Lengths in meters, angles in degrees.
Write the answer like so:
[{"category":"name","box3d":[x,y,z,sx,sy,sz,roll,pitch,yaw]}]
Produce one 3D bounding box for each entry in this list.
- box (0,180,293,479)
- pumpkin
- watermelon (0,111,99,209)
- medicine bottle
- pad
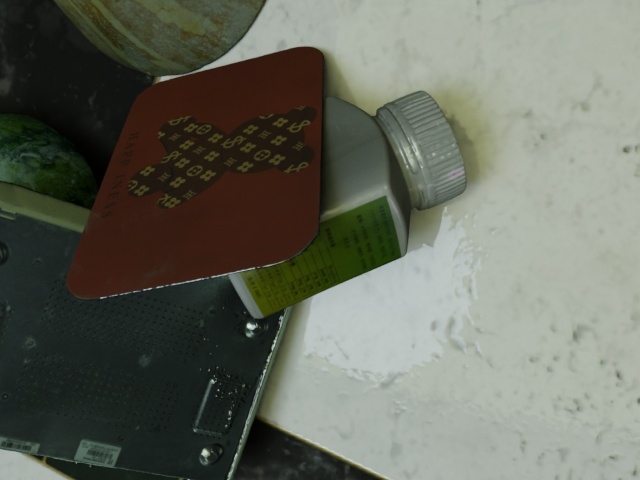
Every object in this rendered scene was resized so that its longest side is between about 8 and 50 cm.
[{"category":"box","box3d":[-0.166,0.087,0.553,0.270,0.045,0.210,21,88,-27]},{"category":"pumpkin","box3d":[-0.158,-0.258,0.601,0.217,0.110,0.217,2,95,23]},{"category":"watermelon","box3d":[-0.300,-0.001,0.614,0.305,0.180,0.224,36,61,26]},{"category":"medicine bottle","box3d":[0.008,-0.039,0.537,0.189,0.088,0.132,-23,47,-2]},{"category":"pad","box3d":[-0.084,-0.066,0.529,0.181,0.267,0.004,-12,133,11]}]
